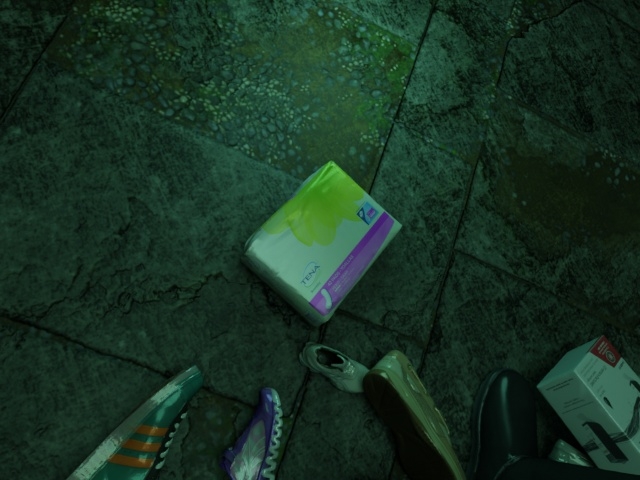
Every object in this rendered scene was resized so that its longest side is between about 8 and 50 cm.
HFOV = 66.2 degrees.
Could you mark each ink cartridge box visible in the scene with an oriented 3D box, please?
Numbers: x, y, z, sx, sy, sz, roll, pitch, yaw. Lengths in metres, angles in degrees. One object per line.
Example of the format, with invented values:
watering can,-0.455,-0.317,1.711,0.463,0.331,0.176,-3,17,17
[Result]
ink cartridge box,0.650,0.383,1.096,0.197,0.114,0.273,-21,70,-41

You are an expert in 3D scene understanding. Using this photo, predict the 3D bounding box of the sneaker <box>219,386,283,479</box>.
sneaker,-0.132,0.394,0.916,0.104,0.095,0.236,10,74,-7

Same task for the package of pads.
package of pads,0.000,0.000,1.049,0.229,0.101,0.296,42,67,-4

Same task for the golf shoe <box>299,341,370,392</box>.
golf shoe,0.043,0.264,1.005,0.176,0.086,0.069,26,68,-12

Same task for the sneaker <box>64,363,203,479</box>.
sneaker,-0.304,0.358,0.863,0.121,0.108,0.302,46,76,-3

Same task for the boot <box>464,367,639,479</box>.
boot,0.456,0.421,0.903,0.146,0.445,0.367,21,71,-12

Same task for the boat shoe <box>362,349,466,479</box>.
boat shoe,0.216,0.387,1.010,0.110,0.122,0.341,-35,99,-45

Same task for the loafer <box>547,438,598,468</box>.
loafer,0.668,0.544,1.122,0.319,0.112,0.111,21,79,-11
